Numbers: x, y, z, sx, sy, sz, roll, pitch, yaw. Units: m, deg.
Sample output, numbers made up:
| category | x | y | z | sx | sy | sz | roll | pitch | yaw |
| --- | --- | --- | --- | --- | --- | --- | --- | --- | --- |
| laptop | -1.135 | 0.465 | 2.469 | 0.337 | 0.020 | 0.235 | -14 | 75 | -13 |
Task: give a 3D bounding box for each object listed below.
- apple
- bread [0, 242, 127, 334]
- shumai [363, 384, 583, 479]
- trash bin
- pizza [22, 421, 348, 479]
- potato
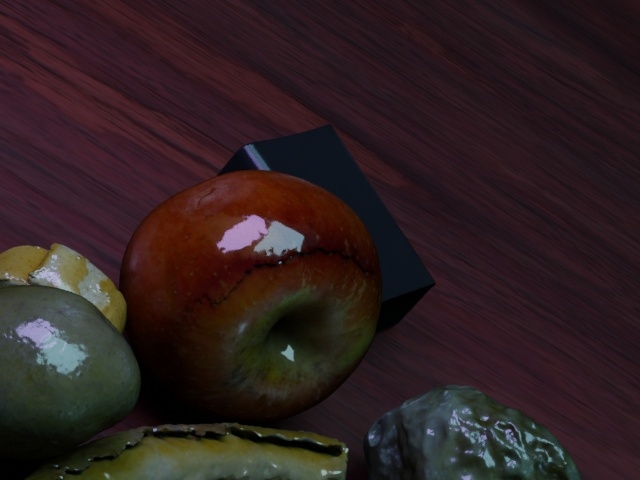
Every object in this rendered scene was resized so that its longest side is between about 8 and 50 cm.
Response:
| category | x | y | z | sx | sy | sz | roll | pitch | yaw |
| --- | --- | --- | --- | --- | --- | --- | --- | --- | --- |
| apple | -0.070 | 0.047 | 1.933 | 0.272 | 0.252 | 0.206 | -11 | 40 | -28 |
| bread | -0.258 | 0.065 | 1.852 | 0.149 | 0.122 | 0.073 | 35 | 32 | -7 |
| shumai | 0.116 | 0.271 | 1.900 | 0.222 | 0.225 | 0.260 | -30 | 55 | -33 |
| trash bin | 0.000 | 0.000 | 2.168 | 0.165 | 0.115 | 0.225 | -17 | 66 | -51 |
| pizza | -0.129 | 0.297 | 1.747 | 0.392 | 0.080 | 0.435 | 23 | 37 | -21 |
| potato | -0.277 | 0.115 | 1.731 | 0.235 | 0.178 | 0.160 | 1 | 79 | -2 |
